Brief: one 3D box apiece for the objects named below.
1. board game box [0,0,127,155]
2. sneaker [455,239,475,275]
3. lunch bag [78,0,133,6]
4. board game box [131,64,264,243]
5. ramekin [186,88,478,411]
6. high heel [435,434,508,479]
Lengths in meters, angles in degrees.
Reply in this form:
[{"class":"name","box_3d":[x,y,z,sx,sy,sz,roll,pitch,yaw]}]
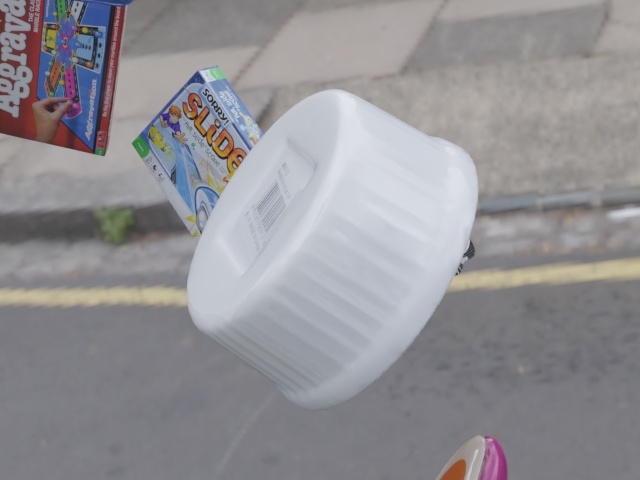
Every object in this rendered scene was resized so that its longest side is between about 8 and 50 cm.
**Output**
[{"class":"board game box","box_3d":[-0.269,-0.212,1.550,0.145,0.281,0.027,13,42,-2]},{"class":"sneaker","box_3d":[0.145,0.025,1.825,0.043,0.040,0.109,-26,0,29]},{"class":"lunch bag","box_3d":[-0.191,-0.241,1.340,0.098,0.067,0.065,11,19,11]},{"class":"board game box","box_3d":[-0.101,-0.064,1.638,0.136,0.201,0.035,-43,-14,37]},{"class":"ramekin","box_3d":[0.000,0.000,1.385,0.277,0.135,0.277,-46,24,28]},{"class":"high heel","box_3d":[0.159,0.370,1.454,0.181,0.377,0.127,13,13,-13]}]
